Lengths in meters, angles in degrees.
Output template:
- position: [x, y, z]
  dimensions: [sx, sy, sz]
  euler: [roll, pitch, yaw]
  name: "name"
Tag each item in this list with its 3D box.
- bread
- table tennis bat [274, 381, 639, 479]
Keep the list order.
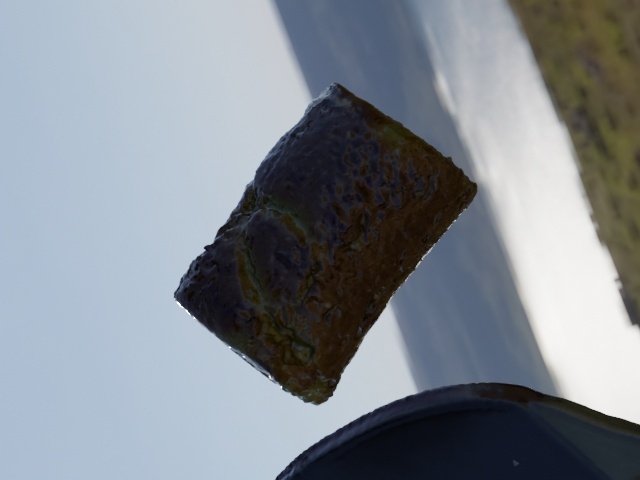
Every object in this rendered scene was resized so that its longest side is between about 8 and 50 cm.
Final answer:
- position: [0.000, 0.000, 1.047]
  dimensions: [0.132, 0.172, 0.103]
  euler: [37, 179, 37]
  name: "bread"
- position: [0.086, 0.089, 0.513]
  dimensions: [0.154, 0.274, 0.021]
  euler: [41, -140, -15]
  name: "table tennis bat"
